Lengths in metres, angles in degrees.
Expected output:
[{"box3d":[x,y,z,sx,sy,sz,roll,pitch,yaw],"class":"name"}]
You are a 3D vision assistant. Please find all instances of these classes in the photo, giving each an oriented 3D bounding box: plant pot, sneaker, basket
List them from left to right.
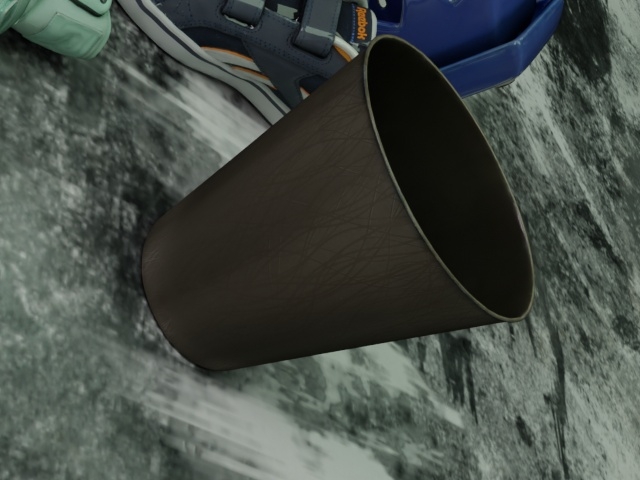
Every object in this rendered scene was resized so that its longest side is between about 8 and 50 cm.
[{"box3d":[-0.193,-0.142,0.670,0.151,0.094,0.255,39,42,-40],"class":"sneaker"},{"box3d":[-0.036,-0.187,0.899,0.321,0.127,0.126,36,44,-36],"class":"sneaker"},{"box3d":[0.000,0.000,0.731,0.204,0.227,0.154,58,33,-11],"class":"basket"},{"box3d":[0.102,-0.250,1.049,0.212,0.236,0.236,65,31,-15],"class":"plant pot"}]
